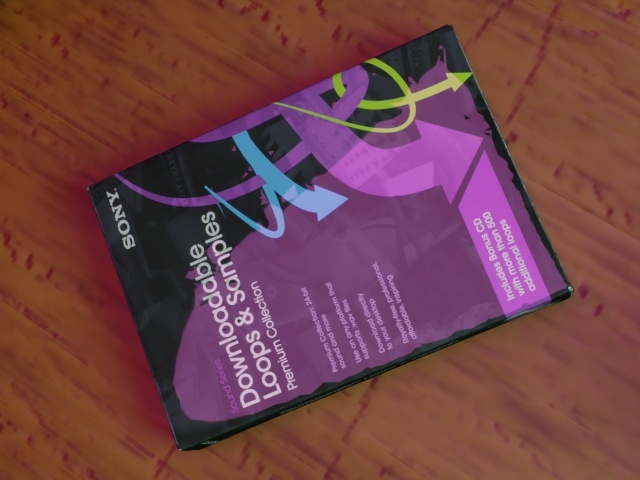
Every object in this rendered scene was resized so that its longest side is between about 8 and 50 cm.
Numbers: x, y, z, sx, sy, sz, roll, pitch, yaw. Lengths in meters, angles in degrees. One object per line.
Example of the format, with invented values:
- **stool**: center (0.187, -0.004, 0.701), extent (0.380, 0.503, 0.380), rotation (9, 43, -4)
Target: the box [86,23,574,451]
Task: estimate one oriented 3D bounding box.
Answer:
- **box**: center (0.000, 0.000, 0.403), extent (0.162, 0.029, 0.116), rotation (-24, 77, 8)
